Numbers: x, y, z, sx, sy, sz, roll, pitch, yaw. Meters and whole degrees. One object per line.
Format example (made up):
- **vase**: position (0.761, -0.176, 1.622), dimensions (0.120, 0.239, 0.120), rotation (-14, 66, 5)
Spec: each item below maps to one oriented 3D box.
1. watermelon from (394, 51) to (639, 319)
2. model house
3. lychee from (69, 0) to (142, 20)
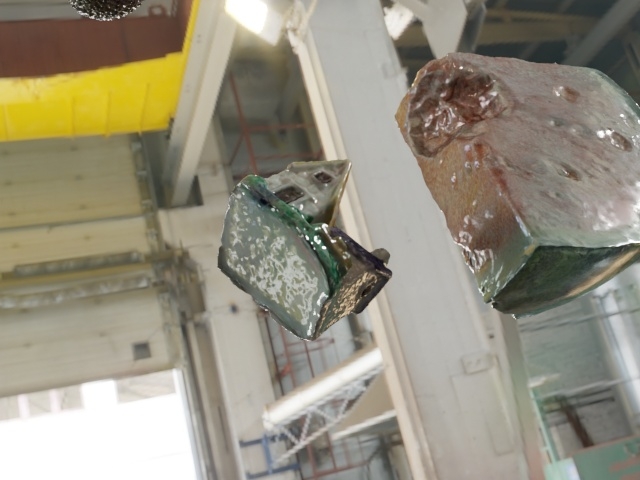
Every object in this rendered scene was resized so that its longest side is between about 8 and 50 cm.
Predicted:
- **watermelon**: position (0.155, -0.046, 0.702), dimensions (0.148, 0.226, 0.318), rotation (-60, -3, 38)
- **model house**: position (0.000, 0.000, 0.592), dimensions (0.100, 0.101, 0.087), rotation (-26, -33, -41)
- **lychee**: position (-0.184, -0.227, 0.732), dimensions (0.083, 0.068, 0.067), rotation (-38, 8, 16)
